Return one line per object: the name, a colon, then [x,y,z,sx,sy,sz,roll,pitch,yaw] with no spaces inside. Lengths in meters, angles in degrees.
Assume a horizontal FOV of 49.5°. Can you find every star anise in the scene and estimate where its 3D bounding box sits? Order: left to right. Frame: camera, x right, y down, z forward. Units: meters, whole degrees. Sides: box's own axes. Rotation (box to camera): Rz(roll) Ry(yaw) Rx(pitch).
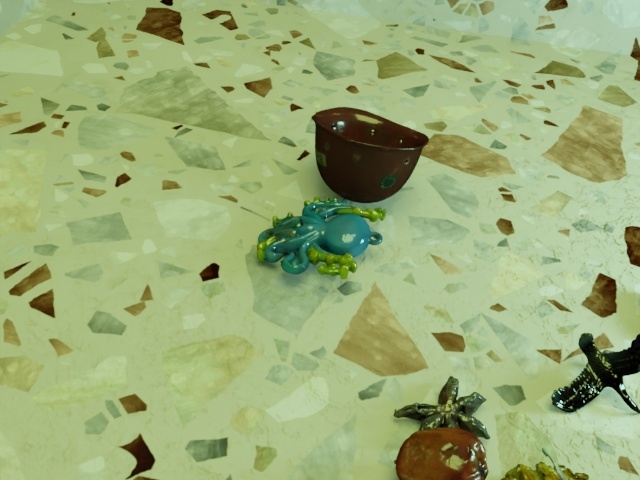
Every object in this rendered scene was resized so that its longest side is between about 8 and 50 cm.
star anise: [0.283,0.380,1.497,0.208,0.063,0.172,-23,51,-30]

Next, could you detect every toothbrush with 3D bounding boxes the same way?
toothbrush: [0.476,0.462,1.371,0.011,0.013,0.131,-19,39,-10]

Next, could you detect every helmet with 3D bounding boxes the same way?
helmet: [0.120,-0.235,2.045,0.337,0.230,0.385,2,23,-20]

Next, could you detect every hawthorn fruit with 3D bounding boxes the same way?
hawthorn fruit: [0.235,0.445,1.343,0.179,0.173,0.173,13,41,5]

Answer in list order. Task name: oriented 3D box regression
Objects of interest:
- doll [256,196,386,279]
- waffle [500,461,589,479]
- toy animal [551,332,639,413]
doll: [0.000,0.000,1.879,0.341,0.099,0.346,0,35,10]
waffle: [0.457,0.558,1.318,0.325,0.068,0.302,24,44,16]
toy animal: [0.679,0.305,1.603,0.197,0.272,0.160,43,20,-15]
